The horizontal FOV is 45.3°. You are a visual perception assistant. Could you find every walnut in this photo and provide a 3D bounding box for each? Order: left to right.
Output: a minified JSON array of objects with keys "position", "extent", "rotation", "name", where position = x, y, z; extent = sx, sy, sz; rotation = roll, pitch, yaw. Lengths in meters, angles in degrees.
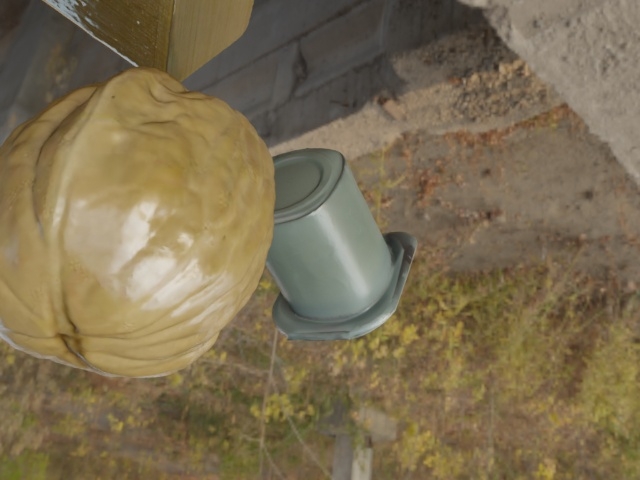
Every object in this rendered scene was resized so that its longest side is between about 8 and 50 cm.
[{"position":[-0.145,-0.019,0.592],"extent":[0.225,0.261,0.225],"rotation":[8,131,10],"name":"walnut"}]

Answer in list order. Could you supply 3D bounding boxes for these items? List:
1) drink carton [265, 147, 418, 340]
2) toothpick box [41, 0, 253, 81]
[{"position":[0.000,0.000,0.965],"extent":[0.185,0.191,0.189],"rotation":[1,135,28],"name":"drink carton"},{"position":[-0.226,-0.320,0.789],"extent":[0.308,0.190,0.187],"rotation":[37,144,9],"name":"toothpick box"}]
